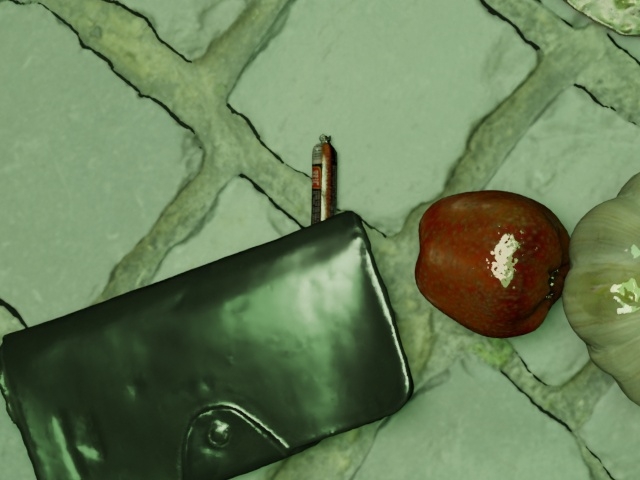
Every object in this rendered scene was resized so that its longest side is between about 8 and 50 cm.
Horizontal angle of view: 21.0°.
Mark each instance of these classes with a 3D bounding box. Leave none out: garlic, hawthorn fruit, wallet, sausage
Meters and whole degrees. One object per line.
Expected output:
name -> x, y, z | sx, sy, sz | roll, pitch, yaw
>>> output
garlic -> 0.314, 0.042, 1.503 | 0.228, 0.152, 0.228 | 4, 76, -17
hawthorn fruit -> 0.150, 0.019, 1.538 | 0.138, 0.133, 0.133 | 19, 87, 22
wallet -> -0.107, 0.122, 1.575 | 0.378, 0.051, 0.197 | -19, 83, 11
sausage -> 0.000, 0.000, 1.599 | 0.028, 0.025, 0.198 | -1, 84, 37

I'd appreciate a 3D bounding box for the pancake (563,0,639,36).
pancake -> 0.312, -0.293, 1.591 | 0.235, 0.029, 0.212 | -28, 84, 3
